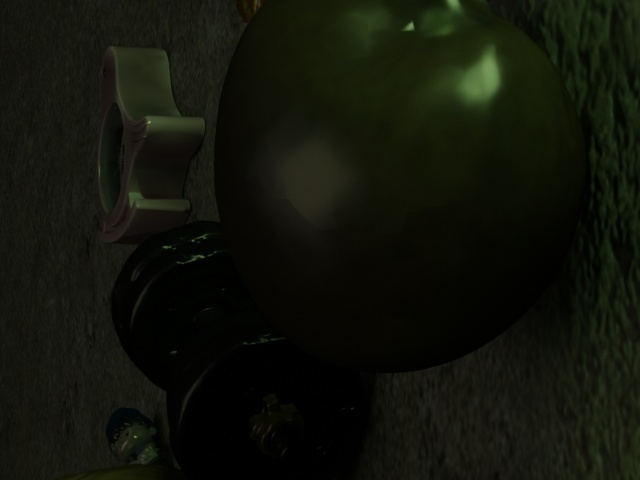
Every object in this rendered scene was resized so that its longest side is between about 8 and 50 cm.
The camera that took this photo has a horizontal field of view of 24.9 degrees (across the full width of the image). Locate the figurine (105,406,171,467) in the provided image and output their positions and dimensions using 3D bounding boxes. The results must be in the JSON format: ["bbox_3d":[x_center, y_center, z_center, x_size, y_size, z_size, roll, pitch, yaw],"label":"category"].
[{"bbox_3d":[-0.235,0.283,1.945,0.136,0.079,0.077,43,108,36],"label":"figurine"}]

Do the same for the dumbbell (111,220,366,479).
[{"bbox_3d":[-0.087,0.111,1.404,0.388,0.185,0.185,-134,49,-60],"label":"dumbbell"}]

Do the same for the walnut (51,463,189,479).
[{"bbox_3d":[-0.210,0.375,1.349,0.381,0.381,0.381,-178,90,-68],"label":"walnut"}]

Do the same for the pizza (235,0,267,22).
[{"bbox_3d":[-0.027,-0.265,1.453,0.246,0.058,0.127,175,97,-67],"label":"pizza"}]

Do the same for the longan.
[{"bbox_3d":[0.054,-0.059,0.989,0.300,0.243,0.300,4,96,48],"label":"longan"}]

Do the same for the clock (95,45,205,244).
[{"bbox_3d":[-0.233,-0.140,1.935,0.290,0.080,0.276,162,108,-66],"label":"clock"}]
